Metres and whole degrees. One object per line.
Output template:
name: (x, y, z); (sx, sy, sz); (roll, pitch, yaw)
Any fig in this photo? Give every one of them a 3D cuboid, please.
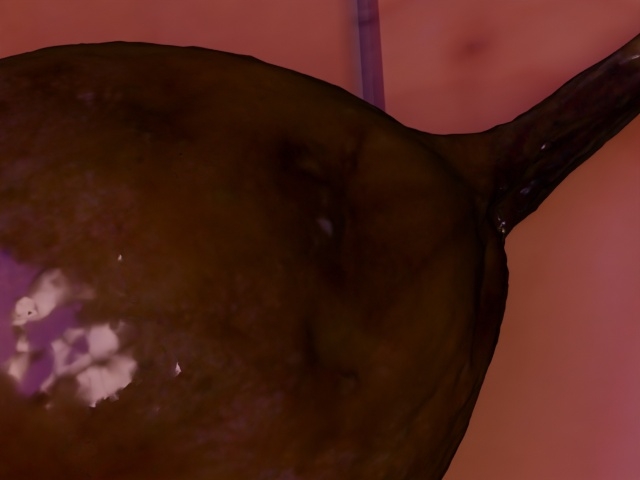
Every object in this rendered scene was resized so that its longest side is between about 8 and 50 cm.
fig: (0.002, 0.017, 0.509); (0.290, 0.190, 0.191); (-13, 70, 8)
